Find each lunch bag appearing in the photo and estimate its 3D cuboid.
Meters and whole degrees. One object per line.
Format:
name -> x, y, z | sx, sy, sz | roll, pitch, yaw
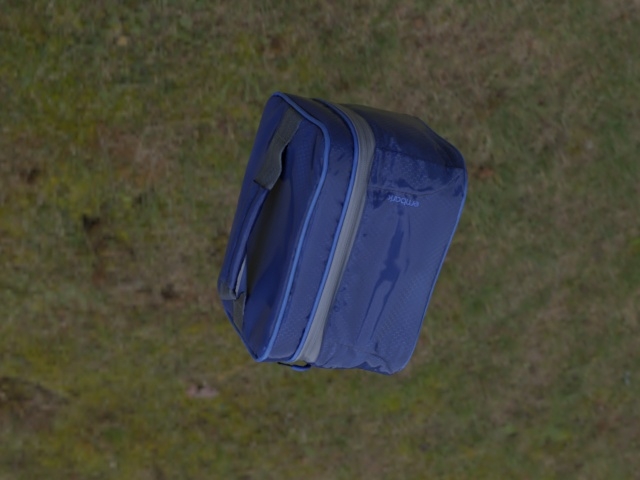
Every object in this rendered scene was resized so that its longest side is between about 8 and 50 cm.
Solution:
lunch bag -> 0.000, 0.000, 0.436 | 0.065, 0.067, 0.098 | 10, 107, -24
